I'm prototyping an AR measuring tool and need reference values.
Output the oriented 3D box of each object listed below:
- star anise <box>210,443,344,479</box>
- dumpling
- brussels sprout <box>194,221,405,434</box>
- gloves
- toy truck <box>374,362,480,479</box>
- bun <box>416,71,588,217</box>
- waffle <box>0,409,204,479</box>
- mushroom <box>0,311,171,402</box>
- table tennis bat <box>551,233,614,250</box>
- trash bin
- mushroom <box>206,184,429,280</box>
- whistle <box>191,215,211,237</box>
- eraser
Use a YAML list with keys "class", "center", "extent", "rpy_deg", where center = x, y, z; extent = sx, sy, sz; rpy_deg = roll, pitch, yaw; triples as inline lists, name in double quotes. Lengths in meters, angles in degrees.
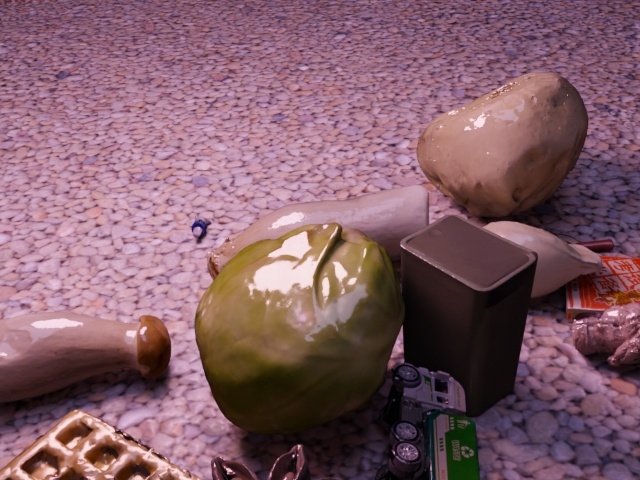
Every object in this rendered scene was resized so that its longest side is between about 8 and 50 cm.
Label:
- class: "star anise"
  center: [-0.046, 0.282, 0.853]
  extent: [0.212, 0.073, 0.197]
  rpy_deg: [2, 38, 11]
- class: "dumpling"
  center: [0.343, 0.021, 1.453]
  extent: [0.252, 0.131, 0.179]
  rpy_deg: [-6, 18, 8]
- class: "brussels sprout"
  center: [-0.030, 0.128, 1.191]
  extent: [0.328, 0.247, 0.328]
  rpy_deg: [-11, 37, 9]
- class: "gloves"
  center: [0.456, 0.144, 1.294]
  extent: [0.144, 0.094, 0.110]
  rpy_deg: [0, 2, 45]
- class: "toy truck"
  center: [0.135, 0.277, 1.103]
  extent: [0.124, 0.114, 0.253]
  rpy_deg: [13, 34, -1]
- class: "bun"
  center: [0.362, -0.183, 1.646]
  extent: [0.326, 0.234, 0.362]
  rpy_deg: [-31, 8, 1]
- class: "waffle"
  center: [-0.322, 0.383, 0.974]
  extent: [0.261, 0.114, 0.376]
  rpy_deg: [21, 40, 27]
- class: "mushroom"
  center: [-0.402, 0.173, 1.287]
  extent: [0.350, 0.128, 0.128]
  rpy_deg: [-4, 33, -10]
- class: "table tennis bat"
  center: [0.456, 0.014, 1.558]
  extent: [0.154, 0.019, 0.098]
  rpy_deg: [-5, 33, 2]
- class: "trash bin"
  center: [0.203, 0.109, 1.228]
  extent: [0.122, 0.240, 0.164]
  rpy_deg: [-27, 42, -32]
- class: "mushroom"
  center: [-0.001, 0.000, 1.492]
  extent: [0.397, 0.177, 0.126]
  rpy_deg: [-8, 69, -11]
- class: "whistle"
  center: [-0.233, -0.026, 1.656]
  extent: [0.033, 0.029, 0.083]
  rpy_deg: [13, 26, -4]
- class: "eraser"
  center: [0.526, 0.085, 1.425]
  extent: [0.230, 0.038, 0.157]
  rpy_deg: [3, 34, 11]
